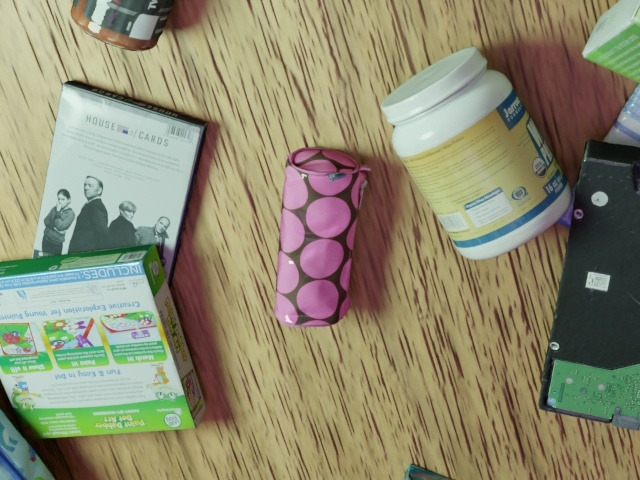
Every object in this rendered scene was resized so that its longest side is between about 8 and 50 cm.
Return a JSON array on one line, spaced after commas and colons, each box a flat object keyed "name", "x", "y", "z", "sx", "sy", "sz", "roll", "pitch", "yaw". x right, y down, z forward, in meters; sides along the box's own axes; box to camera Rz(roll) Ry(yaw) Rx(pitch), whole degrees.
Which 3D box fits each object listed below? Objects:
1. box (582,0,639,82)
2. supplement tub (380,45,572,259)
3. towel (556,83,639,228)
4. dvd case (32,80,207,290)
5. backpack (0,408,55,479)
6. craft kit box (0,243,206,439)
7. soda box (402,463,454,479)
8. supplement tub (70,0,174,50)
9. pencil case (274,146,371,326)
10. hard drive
[{"name": "box", "x": 0.429, "y": -0.151, "z": 1.146, "sx": 0.322, "sy": 0.232, "sz": 0.058, "roll": 23, "pitch": 91, "yaw": 0}, {"name": "supplement tub", "x": 0.169, "y": -0.095, "z": 1.298, "sx": 0.144, "sy": 0.144, "sz": 0.199, "roll": -29, "pitch": 104, "yaw": 19}, {"name": "towel", "x": 0.420, "y": -0.086, "z": 1.318, "sx": 0.209, "sy": 0.034, "sz": 0.285, "roll": 30, "pitch": 114, "yaw": -1}, {"name": "dvd case", "x": -0.248, "y": -0.058, "z": 1.452, "sx": 0.179, "sy": 0.029, "sz": 0.238, "roll": 18, "pitch": 113, "yaw": 3}, {"name": "backpack", "x": -0.501, "y": 0.314, "z": 1.540, "sx": 0.290, "sy": 0.273, "sz": 0.355, "roll": -32, "pitch": 117, "yaw": 32}, {"name": "craft kit box", "x": -0.295, "y": 0.134, "z": 1.505, "sx": 0.250, "sy": 0.061, "sz": 0.246, "roll": -6, "pitch": 114, "yaw": 15}, {"name": "soda box", "x": 0.186, "y": 0.355, "z": 1.521, "sx": 0.183, "sy": 0.058, "sz": 0.063, "roll": 21, "pitch": 114, "yaw": 1}, {"name": "supplement tub", "x": -0.196, "y": -0.315, "z": 1.299, "sx": 0.106, "sy": 0.106, "sz": 0.198, "roll": 26, "pitch": 114, "yaw": 0}, {"name": "pencil case", "x": 0.000, "y": 0.000, "z": 1.400, "sx": 0.098, "sy": 0.095, "sz": 0.209, "roll": 3, "pitch": 115, "yaw": -8}, {"name": "hard drive", "x": 0.386, "y": 0.065, "z": 1.337, "sx": 0.237, "sy": 0.064, "sz": 0.339, "roll": 10, "pitch": 120, "yaw": 13}]
